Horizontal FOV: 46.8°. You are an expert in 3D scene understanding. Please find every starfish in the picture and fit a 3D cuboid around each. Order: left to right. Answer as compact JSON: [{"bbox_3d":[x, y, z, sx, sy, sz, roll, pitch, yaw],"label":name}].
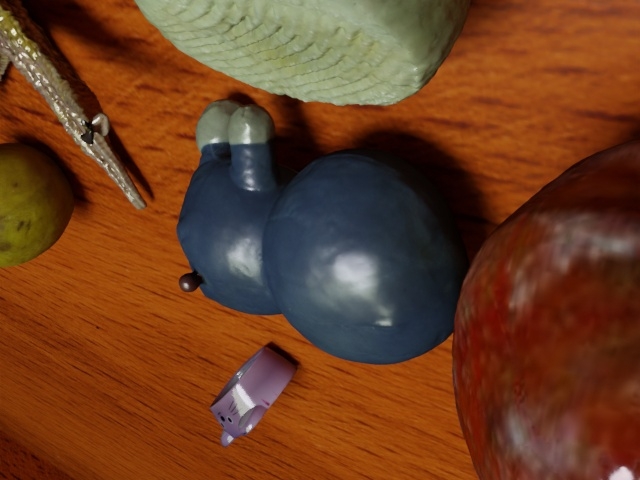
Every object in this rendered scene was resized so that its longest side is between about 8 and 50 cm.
[{"bbox_3d":[-0.332,-0.186,0.709,0.384,0.132,0.398,44,152,3],"label":"starfish"}]

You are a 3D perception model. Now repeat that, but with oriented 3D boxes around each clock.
[{"bbox_3d":[-0.096,0.200,0.951,0.050,0.110,0.153,40,147,-2],"label":"clock"}]

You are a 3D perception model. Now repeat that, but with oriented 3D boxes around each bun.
[{"bbox_3d":[-0.009,-0.155,0.406,0.195,0.118,0.195,18,175,2],"label":"bun"}]

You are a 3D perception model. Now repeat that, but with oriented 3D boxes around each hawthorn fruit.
[{"bbox_3d":[0.207,0.081,0.385,0.284,0.284,0.284,27,145,21],"label":"hawthorn fruit"}]

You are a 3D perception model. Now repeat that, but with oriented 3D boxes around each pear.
[{"bbox_3d":[-0.391,-0.045,0.924,0.148,0.162,0.149,17,134,19],"label":"pear"}]

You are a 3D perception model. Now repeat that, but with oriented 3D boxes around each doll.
[{"bbox_3d":[0.000,0.000,0.603,0.258,0.154,0.228,8,131,31],"label":"doll"}]
